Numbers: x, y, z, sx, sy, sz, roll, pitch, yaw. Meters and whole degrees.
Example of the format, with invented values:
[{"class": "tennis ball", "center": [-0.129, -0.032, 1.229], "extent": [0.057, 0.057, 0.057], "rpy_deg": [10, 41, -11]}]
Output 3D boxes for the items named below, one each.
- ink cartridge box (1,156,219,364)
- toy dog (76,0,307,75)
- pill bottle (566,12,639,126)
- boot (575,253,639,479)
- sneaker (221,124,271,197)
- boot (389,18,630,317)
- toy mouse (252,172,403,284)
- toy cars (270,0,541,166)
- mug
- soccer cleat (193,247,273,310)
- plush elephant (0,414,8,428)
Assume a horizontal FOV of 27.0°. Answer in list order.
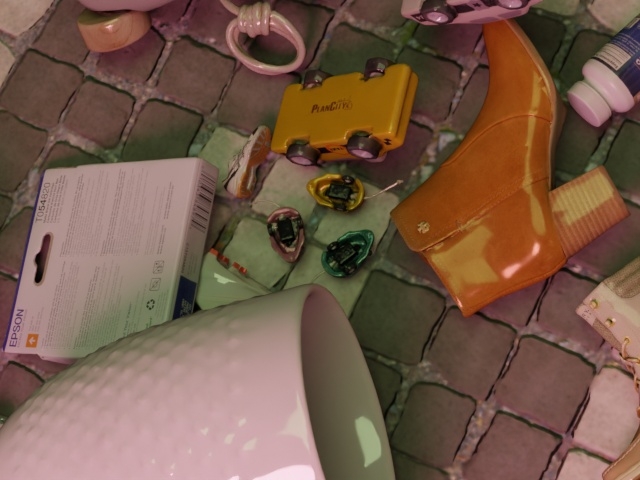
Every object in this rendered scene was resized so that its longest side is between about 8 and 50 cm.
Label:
[{"class": "ink cartridge box", "center": [-0.225, 0.024, 1.428], "extent": [0.224, 0.045, 0.223], "rpy_deg": [-1, 72, 32]}, {"class": "toy dog", "center": [-0.151, -0.323, 1.478], "extent": [0.334, 0.220, 0.161], "rpy_deg": [8, 43, 7]}, {"class": "pill bottle", "center": [0.313, -0.175, 1.371], "extent": [0.120, 0.067, 0.067], "rpy_deg": [-43, 69, -3]}, {"class": "boot", "center": [0.303, 0.124, 1.274], "extent": [0.213, 0.077, 0.165], "rpy_deg": [-45, 69, -9]}, {"class": "sneaker", "center": [-0.083, -0.089, 1.448], "extent": [0.037, 0.032, 0.083], "rpy_deg": [21, 87, 38]}, {"class": "boot", "center": [0.159, -0.085, 1.362], "extent": [0.211, 0.104, 0.295], "rpy_deg": [-29, 64, 10]}, {"class": "toy mouse", "center": [0.000, 0.000, 1.405], "extent": [0.161, 0.031, 0.143], "rpy_deg": [6, 74, 15]}, {"class": "toy cars", "center": [0.108, -0.193, 1.369], "extent": [0.394, 0.087, 0.176], "rpy_deg": [-45, 43, 23]}, {"class": "mug", "center": [-0.109, 0.256, 1.241], "extent": [0.328, 0.276, 0.374], "rpy_deg": [-15, 103, 13]}, {"class": "soccer cleat", "center": [-0.065, 0.081, 1.380], "extent": [0.196, 0.068, 0.076], "rpy_deg": [30, 86, 27]}, {"class": "plush elephant", "center": [-0.467, 0.102, 1.358], "extent": [0.330, 0.255, 0.272], "rpy_deg": [38, 84, 20]}]
